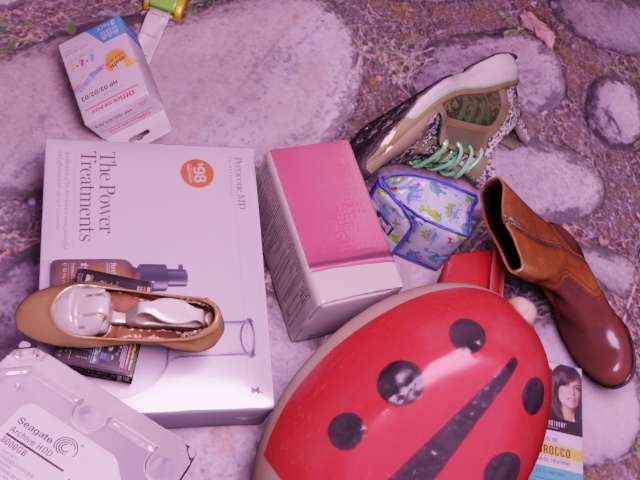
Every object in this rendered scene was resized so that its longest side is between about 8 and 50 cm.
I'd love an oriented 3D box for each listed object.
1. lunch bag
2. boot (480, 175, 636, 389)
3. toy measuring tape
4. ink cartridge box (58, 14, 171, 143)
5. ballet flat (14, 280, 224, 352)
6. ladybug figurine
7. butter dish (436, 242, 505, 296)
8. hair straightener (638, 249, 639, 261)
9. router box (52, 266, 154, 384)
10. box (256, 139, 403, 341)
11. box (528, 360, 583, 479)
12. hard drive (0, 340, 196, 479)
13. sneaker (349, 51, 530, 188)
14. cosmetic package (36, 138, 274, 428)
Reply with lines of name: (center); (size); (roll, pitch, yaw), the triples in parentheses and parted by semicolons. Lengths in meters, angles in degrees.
lunch bag: (0.134, -0.033, 1.182); (0.151, 0.129, 0.096); (23, 59, -5)
boot: (0.334, 0.064, 1.118); (0.280, 0.096, 0.264); (28, 47, -52)
toy measuring tape: (-0.242, -0.400, 1.267); (0.121, 0.121, 0.330); (20, 60, -6)
ink cartridge box: (-0.298, -0.221, 1.167); (0.104, 0.061, 0.181); (-26, 71, 6)
ballet flat: (-0.221, 0.079, 0.900); (0.232, 0.073, 0.080); (4, 66, -14)
ladybug figurine: (0.107, 0.238, 0.942); (0.305, 0.162, 0.449); (39, 83, -4)
butter dish: (0.199, 0.089, 1.146); (0.118, 0.160, 0.160); (5, 58, 13)
hair straightener: (0.581, 0.079, 1.301); (0.089, 0.047, 0.230); (-7, 66, -20)
router box: (-0.253, 0.100, 0.946); (0.092, 0.038, 0.122); (13, 63, -9)
box: (0.000, 0.000, 1.114); (0.126, 0.148, 0.232); (-11, 68, -22)
box: (0.304, 0.288, 1.108); (0.100, 0.060, 0.244); (14, 61, -9)
hard drive: (-0.302, 0.277, 0.776); (0.237, 0.064, 0.339); (33, 41, 3)
sneaker: (0.210, -0.157, 1.248); (0.410, 0.158, 0.182); (-31, 92, -36)
cosmetic package: (-0.219, 0.053, 1.056); (0.284, 0.097, 0.377); (1, 64, -18)
